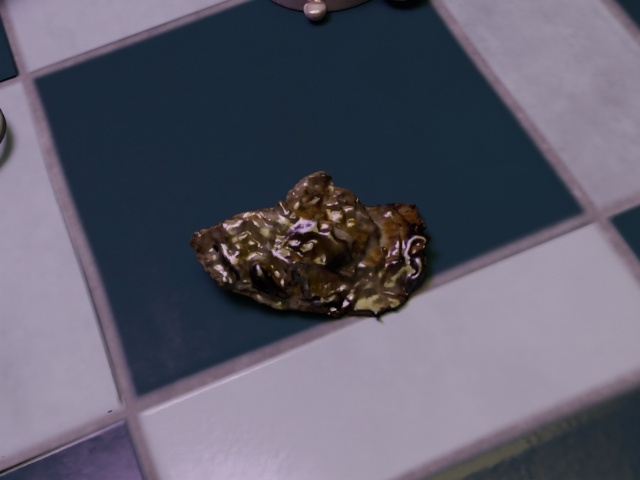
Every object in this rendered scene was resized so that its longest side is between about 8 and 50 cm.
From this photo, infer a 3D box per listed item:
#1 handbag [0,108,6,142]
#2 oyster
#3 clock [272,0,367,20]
[{"bbox_3d":[-0.427,-0.091,0.902,0.315,0.109,0.241,5,56,-4],"label":"handbag"},{"bbox_3d":[-0.008,0.002,0.772,0.177,0.056,0.105,7,64,8],"label":"oyster"},{"bbox_3d":[0.002,-0.284,0.965,0.229,0.063,0.155,33,65,29],"label":"clock"}]
